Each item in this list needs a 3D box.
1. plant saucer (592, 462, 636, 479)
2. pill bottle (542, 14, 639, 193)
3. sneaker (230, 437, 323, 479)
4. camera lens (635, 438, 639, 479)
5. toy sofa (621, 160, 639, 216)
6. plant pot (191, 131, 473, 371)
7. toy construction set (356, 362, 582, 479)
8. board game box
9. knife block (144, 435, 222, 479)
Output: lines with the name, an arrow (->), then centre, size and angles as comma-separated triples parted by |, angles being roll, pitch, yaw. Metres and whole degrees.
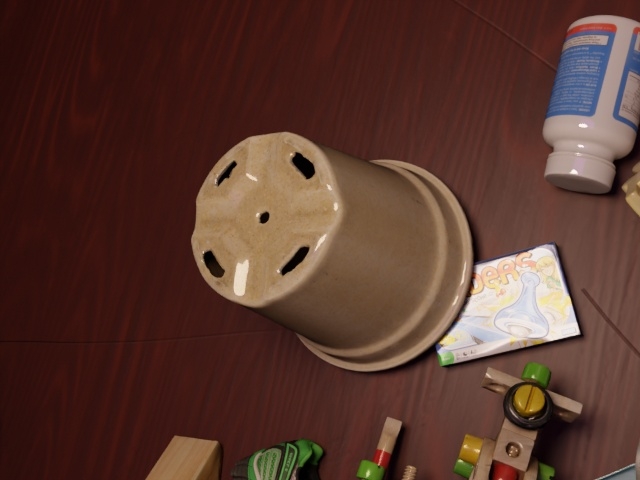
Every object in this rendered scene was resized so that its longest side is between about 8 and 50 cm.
plant saucer -> 0.420, 0.386, 0.962 | 0.067, 0.018, 0.192 | -29, 68, 16
pill bottle -> 0.378, -0.183, 1.048 | 0.124, 0.124, 0.221 | 14, 84, 26
sneaker -> -0.007, 0.443, 1.070 | 0.146, 0.134, 0.343 | -32, 65, 12
camera lens -> 0.465, 0.254, 0.827 | 0.219, 0.274, 0.219 | -5, 76, 23
toy sofa -> 0.558, -0.123, 0.911 | 0.150, 0.177, 0.362 | 48, 118, 3
plant pot -> 0.000, 0.000, 1.050 | 0.334, 0.305, 0.334 | -9, 72, 30
toy construction set -> 0.207, 0.279, 0.996 | 0.309, 0.257, 0.237 | 5, 63, 35
board game box -> 0.256, 0.094, 1.089 | 0.201, 0.035, 0.136 | -18, 72, 20
knife block -> -0.253, 0.437, 1.124 | 0.088, 0.242, 0.275 | 1, 79, 23
